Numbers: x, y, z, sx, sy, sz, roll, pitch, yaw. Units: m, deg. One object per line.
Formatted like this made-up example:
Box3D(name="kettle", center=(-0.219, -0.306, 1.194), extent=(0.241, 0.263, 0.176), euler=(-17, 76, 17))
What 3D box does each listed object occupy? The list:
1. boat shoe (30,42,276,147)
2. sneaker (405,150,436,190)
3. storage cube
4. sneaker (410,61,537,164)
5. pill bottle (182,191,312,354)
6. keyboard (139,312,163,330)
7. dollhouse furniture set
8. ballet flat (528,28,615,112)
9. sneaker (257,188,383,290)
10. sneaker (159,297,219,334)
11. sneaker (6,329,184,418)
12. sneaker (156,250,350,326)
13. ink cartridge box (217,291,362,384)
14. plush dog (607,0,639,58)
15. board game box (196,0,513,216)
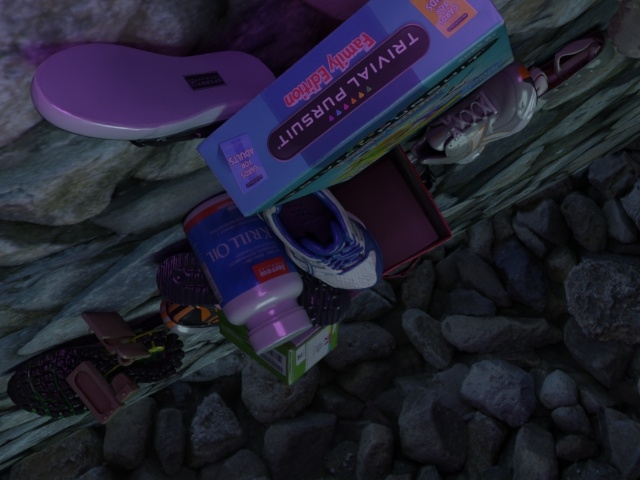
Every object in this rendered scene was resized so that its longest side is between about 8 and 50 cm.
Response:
Box3D(name="boat shoe", center=(-0.133, -0.112, 0.525), extent=(0.076, 0.080, 0.229), euler=(-40, 172, 40))
Box3D(name="sneaker", center=(0.193, -0.124, 1.256), extent=(0.063, 0.074, 0.170), euler=(-31, 169, 13))
Box3D(name="storage cube", center=(0.084, -0.035, 1.056), extent=(0.184, 0.214, 0.193), euler=(-29, 175, 2))
Box3D(name="sneaker", center=(0.244, -0.190, 1.042), extent=(0.121, 0.099, 0.262), euler=(-18, 165, -25))
Box3D(name="pill bottle", center=(-0.101, 0.046, 0.923), extent=(0.124, 0.221, 0.124), euler=(-28, 169, -6))
Box3D(name="keyboard", center=(-0.315, 0.153, 1.416), extent=(0.180, 0.023, 0.108), euler=(-28, 176, -9))
Box3D(name="dollhouse furniture set", center=(-0.405, 0.235, 1.148), extent=(0.151, 0.144, 0.123), euler=(-44, 168, 2))
Box3D(name="ballet flat", center=(0.396, -0.286, 1.088), extent=(0.213, 0.072, 0.068), euler=(-32, 141, 17))
Box3D(name="sneaker", center=(0.000, 0.000, 0.830), extent=(0.112, 0.131, 0.296), euler=(-42, 129, 6))
Box3D(name="sneaker", center=(-0.161, 0.109, 1.321), extent=(0.180, 0.124, 0.321), euler=(-34, 168, 31))
Box3D(name="sneaker", center=(-0.465, 0.274, 1.316), extent=(0.344, 0.134, 0.146), euler=(-8, 178, -38))
Box3D(name="sneaker", center=(-0.111, 0.073, 1.074), extent=(0.319, 0.112, 0.131), euler=(13, 178, -11))
Box3D(name="ink cartridge box", center=(-0.034, 0.117, 1.176), extent=(0.255, 0.189, 0.097), euler=(-34, 141, -36))
Box3D(name="plush dog", center=(0.461, -0.353, 0.722), extent=(0.225, 0.210, 0.262), euler=(-41, -160, -11))
Box3D(name="board game box", center=(0.063, -0.146, 0.641), extent=(0.254, 0.079, 0.336), euler=(-35, 179, 21))
